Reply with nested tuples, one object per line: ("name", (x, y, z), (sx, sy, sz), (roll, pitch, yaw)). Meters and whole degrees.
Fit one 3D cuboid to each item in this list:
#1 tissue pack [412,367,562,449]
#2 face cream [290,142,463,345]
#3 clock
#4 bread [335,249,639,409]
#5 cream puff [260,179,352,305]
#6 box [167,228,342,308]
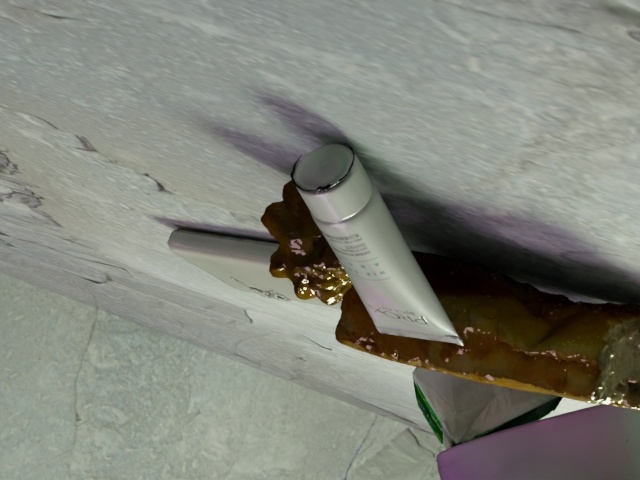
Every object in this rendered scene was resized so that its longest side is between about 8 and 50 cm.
("tissue pack", (0.179, 0.151, 1.903), (0.156, 0.148, 0.209), (60, 178, 12))
("face cream", (0.046, 0.012, 1.436), (0.092, 0.058, 0.243), (10, 146, 35))
("clock", (0.301, 0.248, 1.818), (0.339, 0.102, 0.338), (-11, 167, -3))
("bread", (0.202, 0.089, 1.550), (0.380, 0.109, 0.185), (13, -179, 32))
("cream puff", (0.000, 0.000, 1.530), (0.116, 0.122, 0.094), (-7, 178, 20))
("box", (-0.059, 0.037, 2.014), (0.142, 0.044, 0.285), (31, 166, -38))
